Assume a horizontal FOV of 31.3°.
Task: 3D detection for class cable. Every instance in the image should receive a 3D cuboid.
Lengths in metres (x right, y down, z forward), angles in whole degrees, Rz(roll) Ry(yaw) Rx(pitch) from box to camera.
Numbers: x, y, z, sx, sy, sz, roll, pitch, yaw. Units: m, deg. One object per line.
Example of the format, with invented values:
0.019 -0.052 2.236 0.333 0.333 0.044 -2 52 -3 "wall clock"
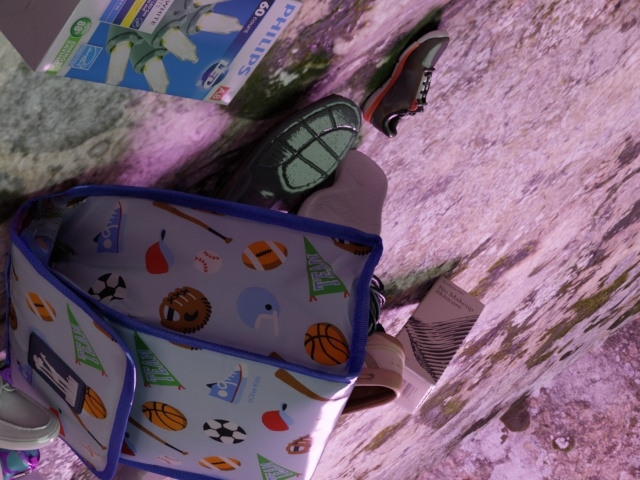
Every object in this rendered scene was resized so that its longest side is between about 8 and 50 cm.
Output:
0.021 0.099 1.750 0.150 0.047 0.184 -48 122 -13 "cable"

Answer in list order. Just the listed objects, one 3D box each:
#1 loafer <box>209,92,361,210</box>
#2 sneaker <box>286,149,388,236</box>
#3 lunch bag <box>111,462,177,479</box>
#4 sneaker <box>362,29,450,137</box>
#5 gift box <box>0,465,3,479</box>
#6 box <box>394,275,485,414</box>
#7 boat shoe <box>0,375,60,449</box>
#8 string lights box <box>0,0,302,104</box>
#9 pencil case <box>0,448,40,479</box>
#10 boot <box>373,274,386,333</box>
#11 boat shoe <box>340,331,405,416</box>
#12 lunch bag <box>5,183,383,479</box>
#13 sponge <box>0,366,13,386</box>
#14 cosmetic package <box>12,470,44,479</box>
-0.067 -0.084 1.383 0.267 0.084 0.096 -45 126 4 "loafer"
0.000 0.000 1.468 0.147 0.104 0.296 -50 -174 28 "sneaker"
-0.177 0.253 1.695 0.235 0.169 0.287 -45 152 12 "lunch bag"
0.122 -0.195 1.455 0.061 0.065 0.158 -6 140 -53 "sneaker"
-0.512 0.343 1.247 0.276 0.258 0.255 -18 157 5 "gift box"
0.197 0.188 2.105 0.275 0.113 0.094 -49 171 -50 "box"
-0.372 0.170 1.256 0.066 0.184 0.063 -58 169 -48 "boat shoe"
-0.144 -0.206 1.012 0.133 0.077 0.259 -51 155 22 "string lights box"
-0.449 0.318 1.522 0.151 0.070 0.064 -39 158 0 "pencil case"
0.058 0.134 1.924 0.246 0.094 0.207 -9 147 -41 "boot"
-0.025 0.247 1.846 0.341 0.110 0.122 -22 130 22 "boat shoe"
-0.161 0.118 1.275 0.328 0.385 0.239 111 -7 -50 "lunch bag"
-0.345 0.182 1.481 0.210 0.031 0.117 -21 151 -38 "sponge"
-0.577 0.500 1.628 0.377 0.097 0.284 -16 146 -43 "cosmetic package"
